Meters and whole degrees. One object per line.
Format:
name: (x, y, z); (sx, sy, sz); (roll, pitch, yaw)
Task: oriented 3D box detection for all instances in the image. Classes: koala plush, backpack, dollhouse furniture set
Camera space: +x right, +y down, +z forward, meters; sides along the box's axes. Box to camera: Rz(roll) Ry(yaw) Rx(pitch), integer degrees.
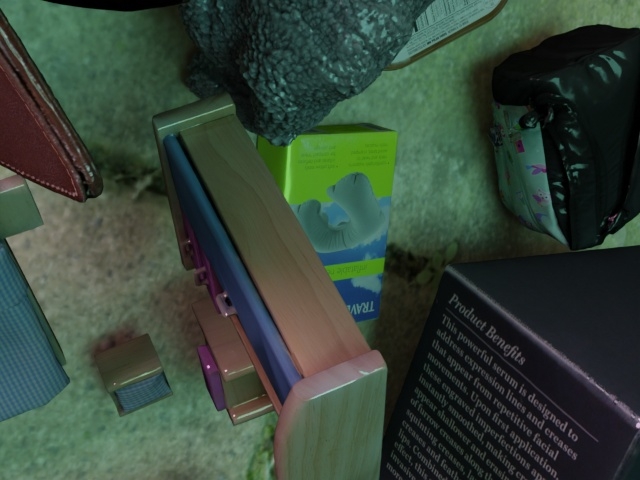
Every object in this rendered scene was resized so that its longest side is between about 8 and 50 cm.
koala plush: (-0.052, -0.185, 0.587); (0.221, 0.203, 0.196); (40, 98, -16)
backpack: (0.221, -0.086, 0.869); (0.152, 0.115, 0.182); (-23, 121, -16)
dollhouse furniture set: (-0.146, 0.106, 0.558); (0.303, 0.198, 0.286); (-20, 145, -14)

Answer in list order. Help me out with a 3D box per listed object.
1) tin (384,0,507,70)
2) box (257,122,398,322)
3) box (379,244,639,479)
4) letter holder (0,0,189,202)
tin: (0.080, -0.202, 0.770); (0.189, 0.040, 0.106); (-32, 119, -25)
box: (0.000, 0.000, 0.776); (0.109, 0.042, 0.178); (-7, 109, -36)
box: (0.215, 0.226, 0.860); (0.293, 0.212, 0.395); (-3, 122, -37)
letter holder: (-0.147, -0.161, 0.433); (0.152, 0.302, 0.214); (-38, 126, -21)
